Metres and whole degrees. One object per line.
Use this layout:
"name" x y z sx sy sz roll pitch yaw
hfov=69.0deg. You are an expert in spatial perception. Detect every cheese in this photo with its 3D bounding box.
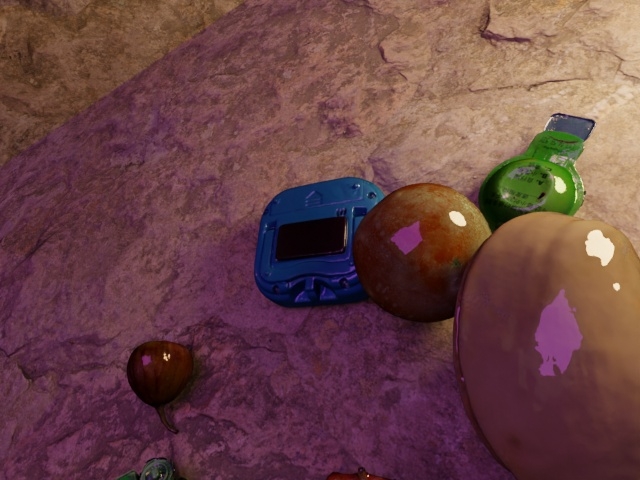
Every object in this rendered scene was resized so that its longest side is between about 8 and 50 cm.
"cheese" 0.459 -0.133 0.978 0.204 0.083 0.320 28 80 38

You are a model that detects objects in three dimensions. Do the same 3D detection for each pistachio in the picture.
"pistachio" 0.386 0.166 0.720 0.366 0.281 0.445 3 75 -4

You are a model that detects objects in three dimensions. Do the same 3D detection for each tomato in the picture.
"tomato" 0.201 0.026 0.887 0.270 0.270 0.222 -40 14 0

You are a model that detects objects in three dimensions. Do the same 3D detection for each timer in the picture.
"timer" 0.000 0.000 1.116 0.340 0.115 0.308 -8 62 23

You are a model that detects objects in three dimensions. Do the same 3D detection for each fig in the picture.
"fig" -0.384 0.322 1.106 0.149 0.148 0.201 -121 46 -70

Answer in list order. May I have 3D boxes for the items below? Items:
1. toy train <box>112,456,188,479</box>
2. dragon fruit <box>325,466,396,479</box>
"toy train" -0.333 0.570 0.887 0.203 0.120 0.301 -25 40 -18
"dragon fruit" 0.171 0.470 0.667 0.330 0.286 0.227 0 58 17
